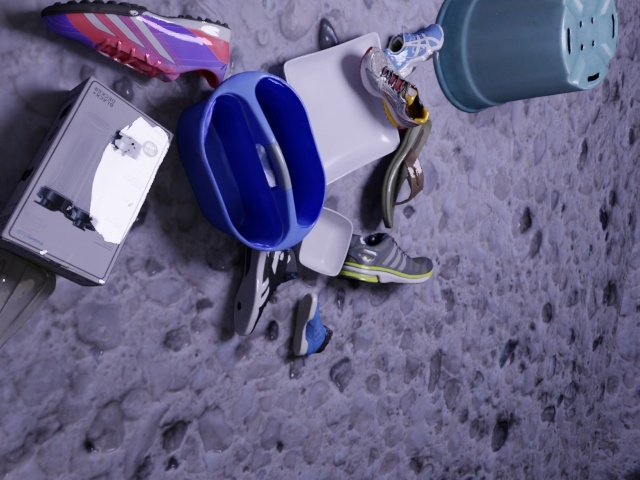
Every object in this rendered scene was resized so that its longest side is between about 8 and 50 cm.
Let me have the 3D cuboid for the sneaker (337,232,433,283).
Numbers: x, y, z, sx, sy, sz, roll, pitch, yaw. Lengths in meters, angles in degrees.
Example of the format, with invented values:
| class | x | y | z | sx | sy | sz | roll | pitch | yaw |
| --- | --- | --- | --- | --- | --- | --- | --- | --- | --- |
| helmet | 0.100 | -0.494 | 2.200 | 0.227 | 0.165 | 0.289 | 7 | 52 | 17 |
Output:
| class | x | y | z | sx | sy | sz | roll | pitch | yaw |
| --- | --- | --- | --- | --- | --- | --- | --- | --- | --- |
| sneaker | 0.174 | 0.043 | 1.388 | 0.299 | 0.111 | 0.122 | 3 | 93 | -41 |

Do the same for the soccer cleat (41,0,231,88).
| class | x | y | z | sx | sy | sz | roll | pitch | yaw |
| --- | --- | --- | --- | --- | --- | --- | --- | --- | --- |
| soccer cleat | -0.296 | -0.328 | 0.945 | 0.318 | 0.108 | 0.117 | -6 | 107 | -40 |

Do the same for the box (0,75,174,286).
| class | x | y | z | sx | sy | sz | roll | pitch | yaw |
| --- | --- | --- | --- | --- | --- | --- | --- | --- | --- |
| box | -0.375 | -0.090 | 0.894 | 0.169 | 0.087 | 0.290 | 34 | 62 | -38 |

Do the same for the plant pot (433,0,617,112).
| class | x | y | z | sx | sy | sz | roll | pitch | yaw |
| --- | --- | --- | --- | --- | --- | --- | --- | --- | --- |
| plant pot | 0.519 | -0.499 | 1.403 | 0.340 | 0.334 | 0.342 | -8 | 103 | -36 |

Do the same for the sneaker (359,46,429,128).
| class | x | y | z | sx | sy | sz | roll | pitch | yaw |
| --- | --- | --- | --- | --- | --- | --- | --- | --- | --- |
| sneaker | 0.172 | -0.346 | 1.257 | 0.225 | 0.092 | 0.088 | 43 | 73 | -35 |

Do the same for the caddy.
| class | x | y | z | sx | sy | sz | roll | pitch | yaw |
| --- | --- | --- | --- | --- | --- | --- | --- | --- | --- |
| caddy | -0.120 | -0.146 | 1.070 | 0.241 | 0.179 | 0.342 | -33 | 117 | -30 |

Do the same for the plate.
| class | x | y | z | sx | sy | sz | roll | pitch | yaw |
| --- | --- | --- | --- | --- | --- | --- | --- | --- | --- |
| plate | 0.049 | -0.295 | 1.258 | 0.277 | 0.045 | 0.278 | -30 | 116 | -31 |

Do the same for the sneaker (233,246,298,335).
| class | x | y | z | sx | sy | sz | roll | pitch | yaw |
| --- | --- | --- | --- | --- | --- | --- | --- | --- | --- |
| sneaker | -0.106 | 0.100 | 1.193 | 0.121 | 0.079 | 0.217 | 10 | 92 | -39 |

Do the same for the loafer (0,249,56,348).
| class | x | y | z | sx | sy | sz | roll | pitch | yaw |
| --- | --- | --- | --- | --- | --- | --- | --- | --- | --- |
| loafer | -0.544 | 0.148 | 0.847 | 0.111 | 0.112 | 0.320 | 45 | 64 | -30 |

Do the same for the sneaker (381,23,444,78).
| class | x | y | z | sx | sy | sz | roll | pitch | yaw |
| --- | --- | --- | --- | --- | --- | --- | --- | --- | --- |
| sneaker | 0.220 | -0.464 | 1.336 | 0.211 | 0.080 | 0.081 | -46 | 126 | -23 |

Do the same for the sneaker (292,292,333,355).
| class | x | y | z | sx | sy | sz | roll | pitch | yaw |
| --- | --- | --- | --- | --- | --- | --- | --- | --- | --- |
| sneaker | -0.009 | 0.194 | 1.299 | 0.084 | 0.058 | 0.152 | 4 | 100 | -33 |

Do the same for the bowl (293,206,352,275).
| class | x | y | z | sx | sy | sz | roll | pitch | yaw |
| --- | --- | --- | --- | --- | --- | --- | --- | --- | --- |
| bowl | 0.000 | 0.000 | 1.268 | 0.142 | 0.053 | 0.142 | 24 | 82 | -41 |

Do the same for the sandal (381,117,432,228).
| class | x | y | z | sx | sy | sz | roll | pitch | yaw |
| --- | --- | --- | --- | --- | --- | --- | --- | --- | --- |
| sandal | 0.220 | -0.170 | 1.365 | 0.303 | 0.086 | 0.120 | -65 | 161 | -10 |
